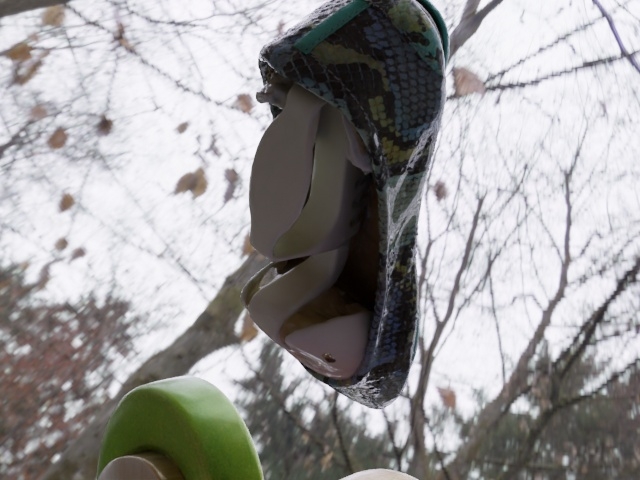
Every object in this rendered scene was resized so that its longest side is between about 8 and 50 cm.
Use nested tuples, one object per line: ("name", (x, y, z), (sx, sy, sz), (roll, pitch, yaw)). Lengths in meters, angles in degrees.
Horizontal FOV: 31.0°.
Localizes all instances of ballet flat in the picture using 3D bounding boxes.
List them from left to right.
("ballet flat", (0.000, 0.000, 0.400), (0.070, 0.070, 0.188), (9, -49, 9))

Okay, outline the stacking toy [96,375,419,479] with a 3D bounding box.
("stacking toy", (-0.082, 0.214, 0.502), (0.279, 0.130, 0.309), (30, -67, 50))
